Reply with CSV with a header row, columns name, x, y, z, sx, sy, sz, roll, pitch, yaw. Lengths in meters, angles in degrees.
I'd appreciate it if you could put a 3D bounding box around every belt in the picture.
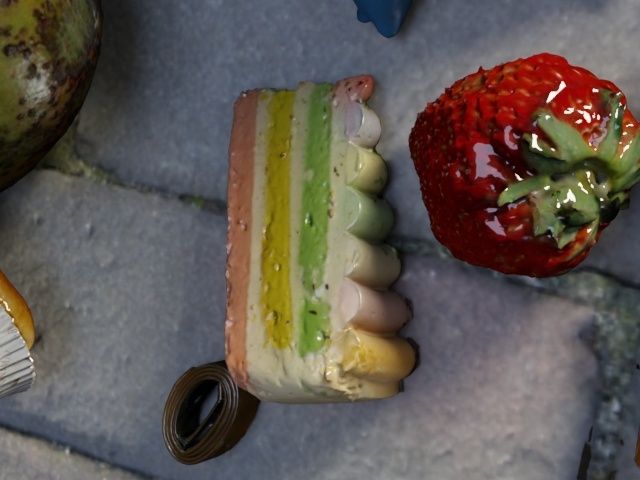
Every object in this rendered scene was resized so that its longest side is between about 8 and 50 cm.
name,x,y,z,sx,sy,sz,roll,pitch,yaw
belt,-0.082,0.122,0.885,0.059,0.036,0.083,41,110,20

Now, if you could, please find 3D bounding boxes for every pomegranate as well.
name,x,y,z,sx,sy,sz,roll,pitch,yaw
pomegranate,-0.310,-0.178,0.885,0.285,0.285,0.341,-52,41,21

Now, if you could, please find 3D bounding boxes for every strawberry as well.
name,x,y,z,sx,sy,sz,roll,pitch,yaw
strawberry,0.118,-0.043,0.731,0.148,0.131,0.131,180,85,-71

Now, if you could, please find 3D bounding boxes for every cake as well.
name,x,y,z,sx,sy,sz,roll,pitch,yaw
cake,-0.011,0.001,0.812,0.109,0.090,0.225,-9,89,32

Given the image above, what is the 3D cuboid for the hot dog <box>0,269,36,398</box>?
name,x,y,z,sx,sy,sz,roll,pitch,yaw
hot dog,-0.317,0.022,0.959,0.268,0.075,0.144,44,145,17

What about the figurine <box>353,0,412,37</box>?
name,x,y,z,sx,sy,sz,roll,pitch,yaw
figurine,0.074,-0.265,0.698,0.416,0.243,0.298,9,108,48

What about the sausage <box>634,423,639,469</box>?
name,x,y,z,sx,sy,sz,roll,pitch,yaw
sausage,0.240,-0.019,0.675,0.093,0.093,0.312,9,98,27
